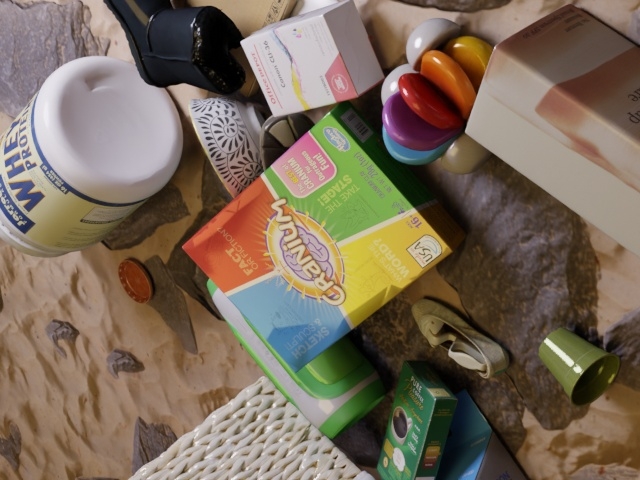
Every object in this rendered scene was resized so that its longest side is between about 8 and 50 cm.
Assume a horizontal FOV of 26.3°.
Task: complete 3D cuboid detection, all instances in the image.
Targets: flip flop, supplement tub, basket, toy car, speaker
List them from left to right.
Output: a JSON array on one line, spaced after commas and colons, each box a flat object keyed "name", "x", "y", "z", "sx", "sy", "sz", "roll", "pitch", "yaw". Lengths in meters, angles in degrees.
[{"name": "supplement tub", "x": -0.381, "y": -0.119, "z": 2.134, "sx": 0.235, "sy": 0.235, "sz": 0.325, "roll": 58, "pitch": 141, "yaw": 1}, {"name": "basket", "x": -0.117, "y": 0.444, "z": 2.094, "sx": 0.266, "sy": 0.331, "sz": 0.328, "roll": 43, "pitch": 156, "yaw": 22}, {"name": "speaker", "x": -0.036, "y": 0.146, "z": 2.022, "sx": 0.296, "sy": 0.131, "sz": 0.131, "roll": 50, "pitch": 141, "yaw": 11}, {"name": "flip flop", "x": -0.032, "y": -0.057, "z": 1.921, "sx": 0.080, "sy": 0.112, "sz": 0.277, "roll": -108, "pitch": 8, "yaw": -65}, {"name": "toy car", "x": 0.136, "y": -0.160, "z": 1.631, "sx": 0.159, "sy": 0.136, "sz": 0.182, "roll": 47, "pitch": 140, "yaw": 14}]

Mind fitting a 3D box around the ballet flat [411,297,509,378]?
[{"name": "ballet flat", "x": 0.178, "y": 0.131, "z": 1.842, "sx": 0.168, "sy": 0.052, "sz": 0.057, "roll": 30, "pitch": 133, "yaw": 32}]

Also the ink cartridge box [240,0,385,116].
[{"name": "ink cartridge box", "x": -0.025, "y": -0.231, "z": 1.781, "sx": 0.198, "sy": 0.067, "sz": 0.115, "roll": -9, "pitch": 111, "yaw": 46}]

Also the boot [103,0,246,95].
[{"name": "boot", "x": -0.204, "y": -0.319, "z": 1.893, "sx": 0.207, "sy": 0.094, "sz": 0.247, "roll": 10, "pitch": 126, "yaw": 51}]

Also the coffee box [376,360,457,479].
[{"name": "coffee box", "x": 0.134, "y": 0.274, "z": 1.919, "sx": 0.113, "sy": 0.040, "sz": 0.184, "roll": -131, "pitch": 49, "yaw": -59}]

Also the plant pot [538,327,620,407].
[{"name": "plant pot", "x": 0.315, "y": 0.150, "z": 1.697, "sx": 0.079, "sy": 0.083, "sz": 0.083, "roll": 45, "pitch": 141, "yaw": 37}]

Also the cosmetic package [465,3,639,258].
[{"name": "cosmetic package", "x": 0.322, "y": -0.108, "z": 1.455, "sx": 0.296, "sy": 0.153, "sz": 0.129, "roll": 38, "pitch": 138, "yaw": 22}]

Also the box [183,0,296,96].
[{"name": "box", "x": -0.117, "y": -0.320, "z": 1.889, "sx": 0.164, "sy": 0.021, "sz": 0.201, "roll": 49, "pitch": 142, "yaw": 16}]

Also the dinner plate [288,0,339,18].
[{"name": "dinner plate", "x": 0.003, "y": -0.258, "z": 1.809, "sx": 0.141, "sy": 0.017, "sz": 0.141, "roll": 28, "pitch": 132, "yaw": 35}]

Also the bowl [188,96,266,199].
[{"name": "bowl", "x": -0.112, "y": -0.140, "z": 1.934, "sx": 0.080, "sy": 0.170, "sz": 0.170, "roll": -26, "pitch": 95, "yaw": 8}]

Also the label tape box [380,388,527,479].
[{"name": "label tape box", "x": 0.208, "y": 0.410, "z": 1.949, "sx": 0.334, "sy": 0.106, "sz": 0.240, "roll": 55, "pitch": 141, "yaw": 5}]

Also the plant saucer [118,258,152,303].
[{"name": "plant saucer", "x": -0.318, "y": 0.070, "z": 2.367, "sx": 0.083, "sy": 0.013, "sz": 0.083, "roll": 27, "pitch": 132, "yaw": 34}]

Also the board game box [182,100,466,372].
[{"name": "board game box", "x": 0.000, "y": 0.000, "z": 1.830, "sx": 0.242, "sy": 0.064, "sz": 0.316, "roll": 48, "pitch": 122, "yaw": -3}]
